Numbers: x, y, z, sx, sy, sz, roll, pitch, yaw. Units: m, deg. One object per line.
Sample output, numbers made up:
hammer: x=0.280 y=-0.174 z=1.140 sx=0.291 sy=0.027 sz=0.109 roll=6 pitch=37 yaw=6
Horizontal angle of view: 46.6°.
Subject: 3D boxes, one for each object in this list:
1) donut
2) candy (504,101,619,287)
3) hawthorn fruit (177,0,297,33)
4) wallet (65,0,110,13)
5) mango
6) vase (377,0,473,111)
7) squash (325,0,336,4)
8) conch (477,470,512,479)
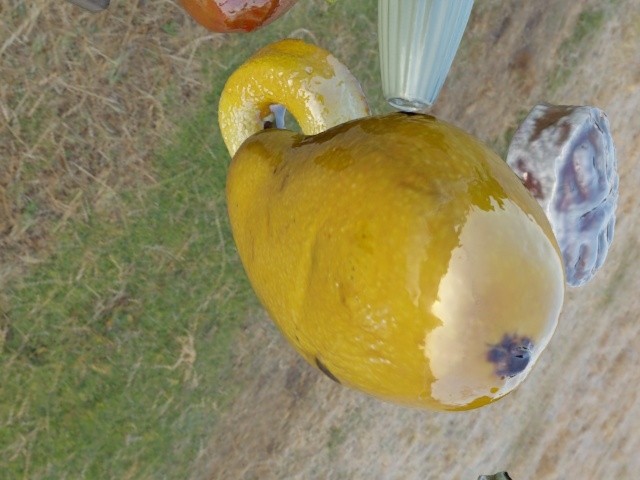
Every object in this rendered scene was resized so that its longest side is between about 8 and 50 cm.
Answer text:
donut: x=-0.053 y=-0.188 z=1.288 sx=0.110 sy=0.302 sz=0.303 roll=-40 pitch=143 yaw=-48
candy: x=0.365 y=-0.070 z=1.137 sx=0.214 sy=0.157 sz=0.290 roll=-37 pitch=128 yaw=-34
hawthorn fruit: x=-0.142 y=-0.443 z=1.242 sx=0.254 sy=0.254 sz=0.300 roll=-38 pitch=165 yaw=-27
wallet: x=-0.227 y=-0.278 z=0.682 sx=0.152 sy=0.038 sz=0.118 roll=-41 pitch=137 yaw=-78
mango: x=0.033 y=0.003 z=0.479 sx=0.120 sy=0.295 sz=0.177 roll=-3 pitch=106 yaw=-27
vase: x=0.129 y=-0.288 z=0.937 sx=0.128 sy=0.128 sz=0.248 roll=15 pitch=83 yaw=-54
squash: x=0.095 y=-0.379 z=0.618 sx=0.210 sy=0.309 sz=0.234 roll=48 pitch=52 yaw=-31
conch: x=0.145 y=0.317 z=0.627 sx=0.137 sy=0.234 sz=0.114 roll=9 pitch=116 yaw=-29
